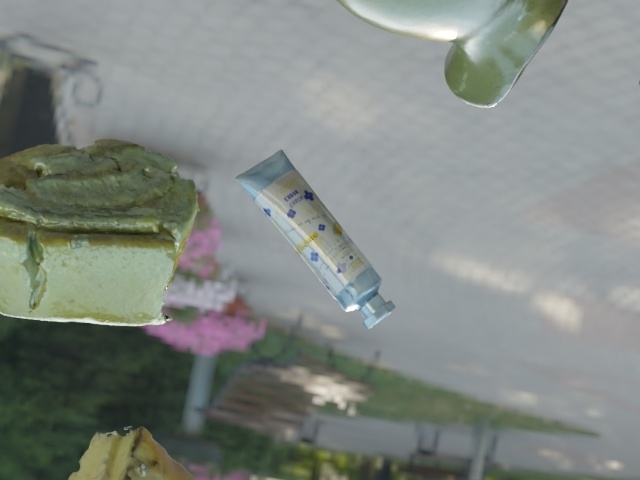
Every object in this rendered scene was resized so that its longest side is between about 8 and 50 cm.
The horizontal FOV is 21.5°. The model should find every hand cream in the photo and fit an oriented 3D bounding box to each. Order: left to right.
[{"bbox_3d":[0.000,0.000,1.431,0.065,0.170,0.043,-34,175,-45],"label":"hand cream"}]

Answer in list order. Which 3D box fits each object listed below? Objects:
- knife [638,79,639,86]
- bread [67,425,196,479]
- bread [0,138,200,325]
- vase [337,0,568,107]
[{"bbox_3d":[0.482,-0.286,1.783,0.132,0.398,0.038,26,156,40],"label":"knife"},{"bbox_3d":[-0.174,0.342,1.677,0.111,0.239,0.246,-18,127,30],"label":"bread"},{"bbox_3d":[-0.247,-0.005,1.673,0.257,0.124,0.186,-5,-141,-24],"label":"bread"},{"bbox_3d":[0.175,-0.328,1.834,0.302,0.240,0.329,38,135,-26],"label":"vase"}]
